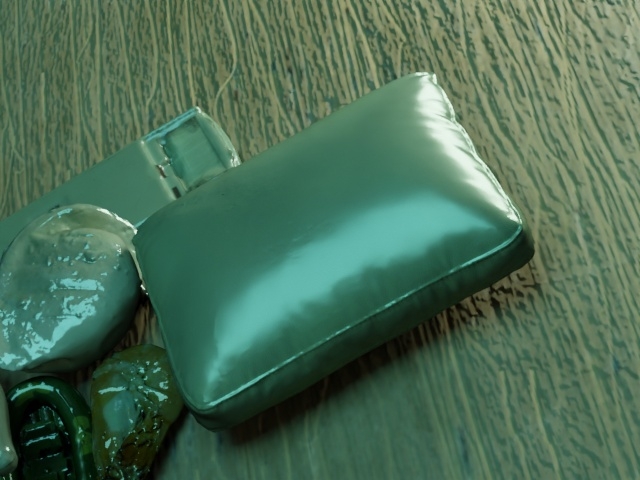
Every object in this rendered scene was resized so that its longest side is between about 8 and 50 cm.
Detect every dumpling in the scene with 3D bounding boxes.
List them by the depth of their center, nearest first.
[{"bbox_3d":[-0.237,0.047,1.321,0.176,0.092,0.150,-45,69,-7],"label":"dumpling"}]

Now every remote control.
[{"bbox_3d":[-0.213,-0.028,1.421,0.285,0.038,0.123,-33,48,-3],"label":"remote control"}]

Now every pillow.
[{"bbox_3d":[0.000,0.000,1.228,0.322,0.120,0.255,-28,47,4],"label":"pillow"}]

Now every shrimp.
[{"bbox_3d":[-0.164,0.160,1.230,0.091,0.043,0.184,-7,46,10],"label":"shrimp"}]

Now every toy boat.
[{"bbox_3d":[-0.238,0.205,1.228,0.104,0.052,0.210,-16,48,-2],"label":"toy boat"}]

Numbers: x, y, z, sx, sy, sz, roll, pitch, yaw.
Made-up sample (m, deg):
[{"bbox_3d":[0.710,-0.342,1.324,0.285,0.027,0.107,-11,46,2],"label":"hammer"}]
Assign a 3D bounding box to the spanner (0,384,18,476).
[{"bbox_3d":[-0.335,0.132,1.278,0.096,0.040,0.325,-21,29,-9],"label":"spanner"}]
